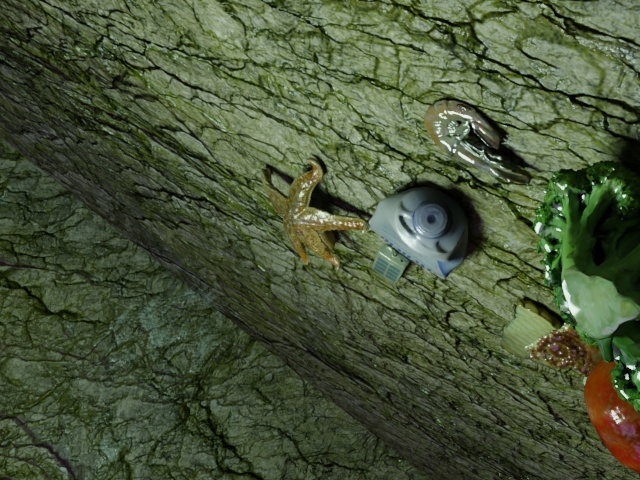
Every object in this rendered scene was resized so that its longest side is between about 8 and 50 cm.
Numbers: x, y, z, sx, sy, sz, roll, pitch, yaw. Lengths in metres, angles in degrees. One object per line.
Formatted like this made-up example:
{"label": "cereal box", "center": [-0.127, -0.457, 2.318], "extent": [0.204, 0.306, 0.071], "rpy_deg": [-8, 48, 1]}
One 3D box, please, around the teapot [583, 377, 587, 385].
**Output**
{"label": "teapot", "center": [0.647, 0.323, 1.954], "extent": [0.083, 0.064, 0.064], "rpy_deg": [-30, 124, 36]}

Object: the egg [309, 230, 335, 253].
{"label": "egg", "center": [0.000, 0.000, 2.262], "extent": [0.080, 0.080, 0.096], "rpy_deg": [19, 151, 40]}

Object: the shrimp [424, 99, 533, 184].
{"label": "shrimp", "center": [0.279, -0.172, 1.508], "extent": [0.223, 0.047, 0.126], "rpy_deg": [33, 149, 14]}

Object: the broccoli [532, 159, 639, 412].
{"label": "broccoli", "center": [0.503, 0.064, 1.284], "extent": [0.310, 0.321, 0.413], "rpy_deg": [-8, -99, -73]}

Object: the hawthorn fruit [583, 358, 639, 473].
{"label": "hawthorn fruit", "center": [0.658, 0.328, 1.684], "extent": [0.287, 0.287, 0.330], "rpy_deg": [34, 174, 7]}

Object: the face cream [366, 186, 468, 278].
{"label": "face cream", "center": [0.215, -0.013, 1.891], "extent": [0.235, 0.137, 0.420], "rpy_deg": [34, 171, 4]}

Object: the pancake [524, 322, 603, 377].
{"label": "pancake", "center": [0.567, 0.261, 1.861], "extent": [0.244, 0.057, 0.266], "rpy_deg": [-7, 129, 32]}

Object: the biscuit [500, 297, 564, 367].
{"label": "biscuit", "center": [0.513, 0.229, 1.989], "extent": [0.187, 0.036, 0.273], "rpy_deg": [31, 158, 15]}

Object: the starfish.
{"label": "starfish", "center": [-0.042, -0.070, 2.113], "extent": [0.327, 0.094, 0.375], "rpy_deg": [42, 147, 13]}

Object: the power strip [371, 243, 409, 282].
{"label": "power strip", "center": [0.173, 0.058, 2.139], "extent": [0.080, 0.029, 0.227], "rpy_deg": [34, 167, 7]}
